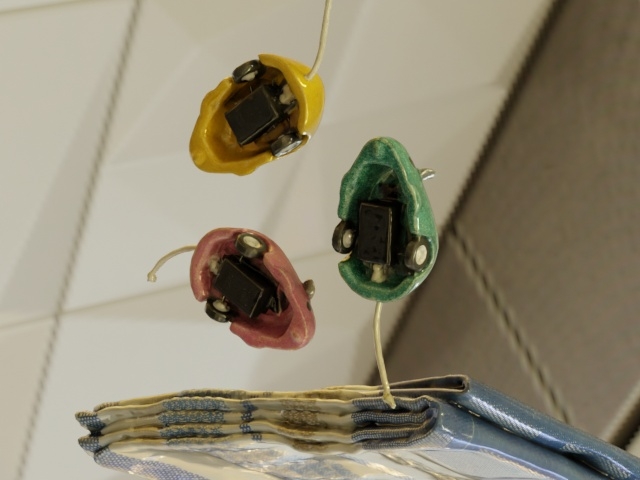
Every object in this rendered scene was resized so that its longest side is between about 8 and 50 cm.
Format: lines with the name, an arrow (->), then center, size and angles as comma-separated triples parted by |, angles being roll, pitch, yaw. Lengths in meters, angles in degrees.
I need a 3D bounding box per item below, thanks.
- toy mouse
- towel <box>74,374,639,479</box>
toy mouse -> 0.000, 0.000, 0.733 | 0.161, 0.031, 0.143 | -41, -104, 34
towel -> 0.038, 0.115, 0.884 | 0.285, 0.209, 0.034 | -10, -120, 51
